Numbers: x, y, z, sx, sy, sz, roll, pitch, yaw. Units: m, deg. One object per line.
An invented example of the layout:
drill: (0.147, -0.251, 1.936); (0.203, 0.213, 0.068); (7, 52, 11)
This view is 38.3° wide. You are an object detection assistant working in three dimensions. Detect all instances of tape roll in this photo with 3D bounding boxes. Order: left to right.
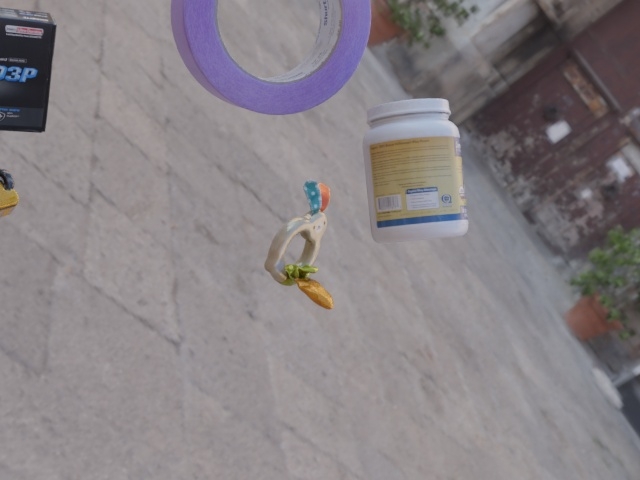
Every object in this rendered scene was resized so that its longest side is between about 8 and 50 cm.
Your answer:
tape roll: (-0.070, -0.320, 1.311); (0.275, 0.275, 0.090); (47, -6, -23)

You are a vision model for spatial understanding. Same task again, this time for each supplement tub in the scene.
supplement tub: (0.138, -0.099, 1.357); (0.144, 0.144, 0.200); (-4, 89, -73)

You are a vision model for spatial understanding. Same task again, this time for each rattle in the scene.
rattle: (0.000, 0.000, 1.638); (0.142, 0.200, 0.130); (21, -18, 50)

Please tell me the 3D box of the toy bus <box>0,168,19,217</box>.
toy bus: (-0.699, -0.164, 1.704); (0.333, 0.130, 0.108); (54, 37, 9)

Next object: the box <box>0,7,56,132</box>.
box: (-0.502, -0.248, 1.323); (0.220, 0.175, 0.051); (1, 30, -27)
